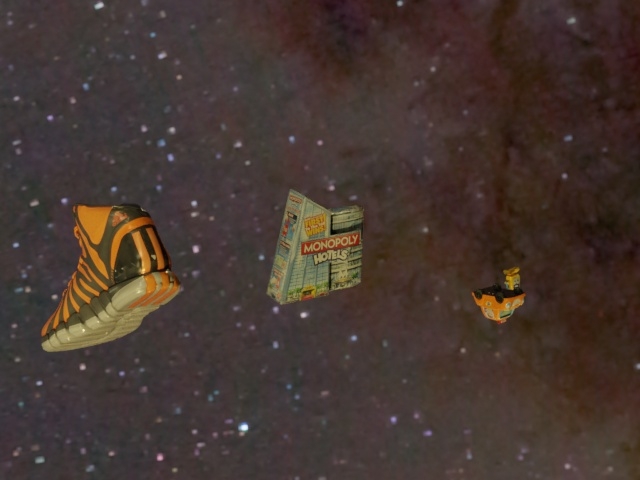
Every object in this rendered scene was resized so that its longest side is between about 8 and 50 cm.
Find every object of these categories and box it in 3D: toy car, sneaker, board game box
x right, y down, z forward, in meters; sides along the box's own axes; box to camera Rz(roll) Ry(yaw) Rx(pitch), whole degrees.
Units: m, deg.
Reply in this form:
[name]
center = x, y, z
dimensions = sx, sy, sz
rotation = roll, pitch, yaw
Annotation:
[toy car]
center = 0.220, 0.064, 1.206
dimensions = 0.122, 0.060, 0.040
rotation = -20, -72, -54
[sneaker]
center = -0.328, 0.045, 1.582
dimensions = 0.124, 0.321, 0.180
rotation = -4, -111, -48
[board game box]
center = 0.000, 0.000, 1.904
dimensions = 0.194, 0.060, 0.194
rotation = -10, -67, -30
